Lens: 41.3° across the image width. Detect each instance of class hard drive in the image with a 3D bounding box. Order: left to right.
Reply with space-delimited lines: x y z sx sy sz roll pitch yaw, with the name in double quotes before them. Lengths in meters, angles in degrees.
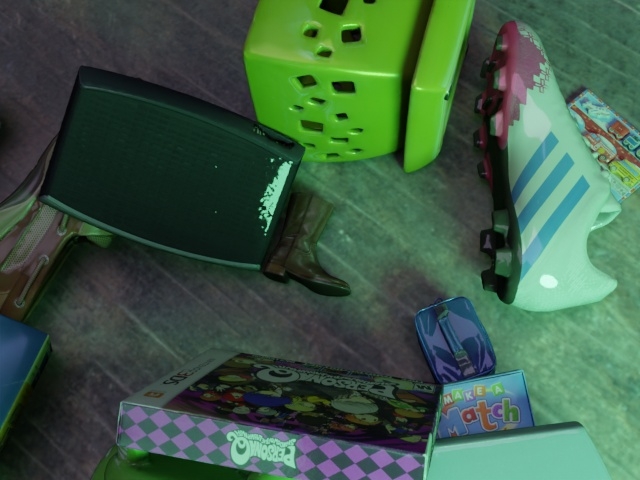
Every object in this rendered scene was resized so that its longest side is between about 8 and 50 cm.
"hard drive" -0.157 -0.068 0.906 0.255 0.054 0.172 19 101 -13

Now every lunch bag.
"lunch bag" 0.138 0.104 0.871 0.067 0.065 0.098 -22 67 -1

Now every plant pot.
"plant pot" 0.054 -0.214 0.938 0.207 0.227 0.228 14 71 8

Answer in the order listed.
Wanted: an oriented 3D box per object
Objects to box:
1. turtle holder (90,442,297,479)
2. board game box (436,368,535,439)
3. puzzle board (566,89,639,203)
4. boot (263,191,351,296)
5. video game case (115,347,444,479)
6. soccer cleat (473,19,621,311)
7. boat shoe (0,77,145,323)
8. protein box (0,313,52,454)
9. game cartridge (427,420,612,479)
"turtle holder" -0.105 0.279 0.744 0.320 0.243 0.227 9 86 8
"board game box" 0.134 0.240 0.801 0.160 0.039 0.211 -11 83 4
"puzzle board" 0.314 -0.104 0.962 0.096 0.011 0.128 -38 67 -8
"boot" 0.000 0.000 0.956 0.106 0.037 0.114 16 66 12
"video game case" -0.019 0.143 0.707 0.232 0.210 0.042 8 96 11
"soccer cleat" 0.246 -0.081 0.919 0.143 0.116 0.331 4 72 -3
"boat shoe" -0.283 -0.039 0.979 0.120 0.122 0.324 40 81 -3
"protein box" -0.409 0.156 0.858 0.200 0.136 0.201 25 71 -9
"game cartridge" 0.181 0.316 0.742 0.198 0.062 0.297 -7 84 0
